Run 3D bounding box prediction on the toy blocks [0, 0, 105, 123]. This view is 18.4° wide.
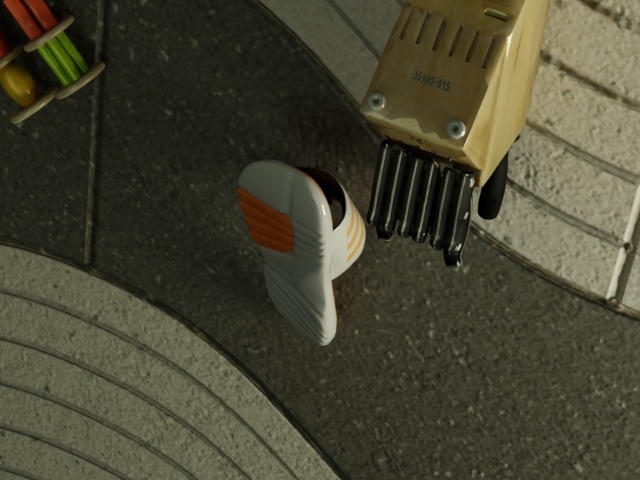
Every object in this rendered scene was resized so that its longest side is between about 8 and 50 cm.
[{"bbox_3d":[-0.275,-0.188,1.753,0.123,0.054,0.148,-22,110,42],"label":"toy blocks"}]

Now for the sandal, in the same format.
[{"bbox_3d":[-0.008,-0.006,1.724,0.102,0.076,0.265,37,158,22],"label":"sandal"}]

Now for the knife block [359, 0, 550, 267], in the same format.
[{"bbox_3d":[0.118,-0.122,1.555,0.088,0.242,0.275,21,87,15],"label":"knife block"}]
